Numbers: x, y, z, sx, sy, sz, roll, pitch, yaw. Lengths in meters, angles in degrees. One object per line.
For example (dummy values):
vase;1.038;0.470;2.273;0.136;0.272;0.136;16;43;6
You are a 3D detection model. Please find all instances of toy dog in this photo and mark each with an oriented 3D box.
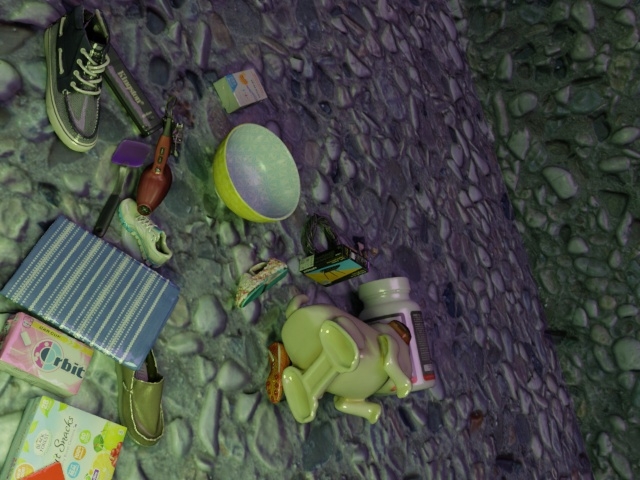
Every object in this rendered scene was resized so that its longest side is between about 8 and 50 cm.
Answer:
toy dog;0.092;0.337;1.976;0.408;0.284;0.395;15;22;-42

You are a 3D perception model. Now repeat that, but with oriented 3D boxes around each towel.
towel;-0.497;0.118;1.547;0.336;0.040;0.243;34;47;-15

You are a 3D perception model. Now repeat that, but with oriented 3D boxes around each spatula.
spatula;-0.498;-0.131;1.706;0.030;0.084;0.296;93;8;-63

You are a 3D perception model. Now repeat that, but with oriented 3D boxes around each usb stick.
usb stick;-0.513;-0.403;1.812;0.278;0.045;0.077;58;39;-14

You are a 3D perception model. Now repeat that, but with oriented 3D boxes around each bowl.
bowl;-0.211;-0.173;1.977;0.289;0.156;0.289;23;58;-42

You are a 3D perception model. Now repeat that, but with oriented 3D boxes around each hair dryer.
hair dryer;-0.411;-0.199;1.724;0.080;0.223;0.293;10;78;-2

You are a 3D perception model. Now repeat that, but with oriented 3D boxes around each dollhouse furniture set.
dollhouse furniture set;0.122;0.015;2.359;0.114;0.091;0.081;28;39;-36

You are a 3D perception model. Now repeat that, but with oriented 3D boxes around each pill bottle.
pill bottle;0.239;0.313;2.249;0.210;0.210;0.363;6;70;-48

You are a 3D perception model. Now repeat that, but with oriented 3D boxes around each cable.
cable;0.000;0.000;2.246;0.150;0.047;0.184;-21;93;-47

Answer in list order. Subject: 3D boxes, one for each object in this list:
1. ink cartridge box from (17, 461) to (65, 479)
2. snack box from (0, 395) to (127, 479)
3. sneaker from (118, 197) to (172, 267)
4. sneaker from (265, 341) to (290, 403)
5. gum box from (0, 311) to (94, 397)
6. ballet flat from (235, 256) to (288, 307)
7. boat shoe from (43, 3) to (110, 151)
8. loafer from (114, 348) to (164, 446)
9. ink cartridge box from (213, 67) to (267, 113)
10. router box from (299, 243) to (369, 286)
ink cartridge box;-0.536;0.643;1.234;0.308;0.091;0.385;-18;94;-44
snack box;-0.520;0.436;1.411;0.207;0.070;0.174;34;52;-34
sneaker;-0.426;-0.027;1.719;0.071;0.083;0.190;-42;105;-48
sneaker;-0.110;0.368;1.929;0.067;0.064;0.175;28;54;-35
gum box;-0.580;0.238;1.433;0.188;0.062;0.107;38;48;-34
ballet flat;-0.183;0.115;1.960;0.077;0.091;0.241;39;34;11
boat shoe;-0.569;-0.395;1.651;0.127;0.158;0.340;-3;76;-50
loafer;-0.406;0.342;1.572;0.094;0.087;0.251;-7;79;-51
ink cartridge box;-0.237;-0.470;2.154;0.181;0.061;0.104;-35;102;-51
router box;0.044;0.079;2.146;0.133;0.179;0.046;32;50;-37
